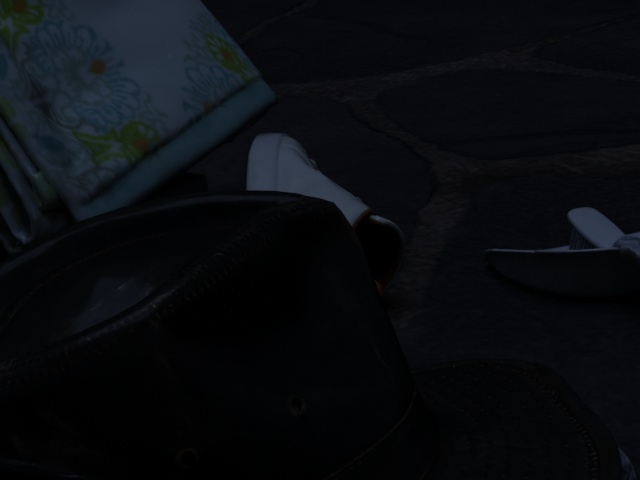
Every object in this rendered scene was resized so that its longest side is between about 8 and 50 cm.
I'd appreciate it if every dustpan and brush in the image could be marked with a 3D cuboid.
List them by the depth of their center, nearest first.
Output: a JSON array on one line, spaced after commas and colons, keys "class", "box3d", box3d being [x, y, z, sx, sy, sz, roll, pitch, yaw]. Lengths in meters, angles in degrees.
[{"class": "dustpan and brush", "box3d": [0.213, 0.008, 1.016, 0.147, 0.060, 0.211, -10, 19, -8]}]

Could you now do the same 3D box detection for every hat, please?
[{"class": "hat", "box3d": [-0.057, 0.055, 0.554, 0.331, 0.134, 0.331, -10, 12, 2]}]

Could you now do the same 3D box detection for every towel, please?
[{"class": "towel", "box3d": [-0.217, -0.175, 1.151, 0.090, 0.320, 0.374, -34, 4, 32]}]

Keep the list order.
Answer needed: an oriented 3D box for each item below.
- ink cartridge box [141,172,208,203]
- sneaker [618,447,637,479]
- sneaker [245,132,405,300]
[{"class": "ink cartridge box", "box3d": [-0.189, -0.007, 1.211, 0.104, 0.061, 0.181, 7, 23, 34]}, {"class": "sneaker", "box3d": [0.008, 0.132, 0.669, 0.269, 0.101, 0.153, -15, 19, -22]}, {"class": "sneaker", "box3d": [0.000, 0.000, 1.083, 0.123, 0.106, 0.290, -1, 28, -2]}]
